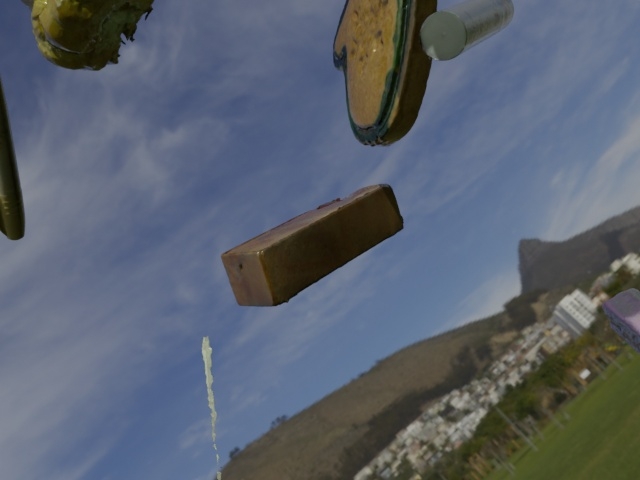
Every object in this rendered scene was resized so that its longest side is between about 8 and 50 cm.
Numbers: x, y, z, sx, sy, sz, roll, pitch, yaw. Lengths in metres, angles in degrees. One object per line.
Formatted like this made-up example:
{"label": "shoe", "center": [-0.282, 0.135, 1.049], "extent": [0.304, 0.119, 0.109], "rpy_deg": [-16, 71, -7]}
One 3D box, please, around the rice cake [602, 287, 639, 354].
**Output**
{"label": "rice cake", "center": [0.555, 0.190, 1.002], "extent": [0.070, 0.399, 0.064], "rpy_deg": [-26, -59, -3]}

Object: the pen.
{"label": "pen", "center": [-0.384, -0.101, 0.805], "extent": [0.040, 0.032, 0.233], "rpy_deg": [-17, -53, -32]}

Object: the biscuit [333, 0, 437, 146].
{"label": "biscuit", "center": [0.083, -0.314, 1.014], "extent": [0.057, 0.287, 0.343], "rpy_deg": [2, -81, -21]}

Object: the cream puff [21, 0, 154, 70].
{"label": "cream puff", "center": [-0.404, -0.400, 1.123], "extent": [0.221, 0.195, 0.195], "rpy_deg": [-54, -23, 6]}

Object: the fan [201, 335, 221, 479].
{"label": "fan", "center": [-0.066, 0.221, 0.474], "extent": [0.182, 0.310, 0.010], "rpy_deg": [-9, -13, 12]}

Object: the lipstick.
{"label": "lipstick", "center": [0.197, -0.283, 0.879], "extent": [0.264, 0.059, 0.059], "rpy_deg": [-42, -14, -54]}

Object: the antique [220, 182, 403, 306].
{"label": "antique", "center": [0.000, 0.000, 1.038], "extent": [0.093, 0.087, 0.310], "rpy_deg": [-5, 18, 46]}
